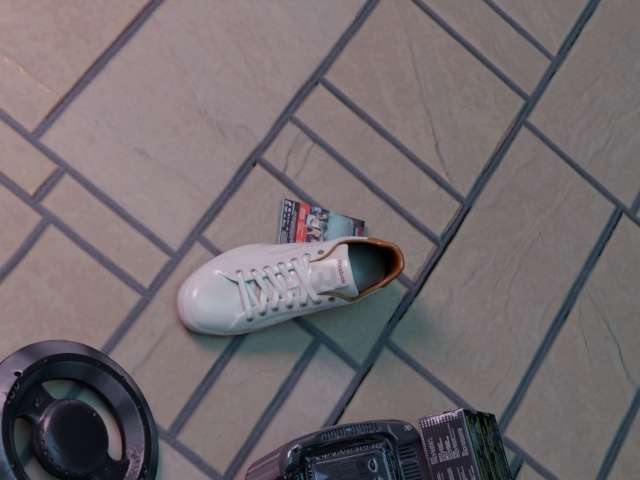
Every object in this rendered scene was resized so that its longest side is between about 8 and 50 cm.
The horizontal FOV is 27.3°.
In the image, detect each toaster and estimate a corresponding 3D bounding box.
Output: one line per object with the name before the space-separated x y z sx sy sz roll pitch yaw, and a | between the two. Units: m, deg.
toaster | 0.009 0.289 1.534 0.227 0.146 0.129 -8 75 -30

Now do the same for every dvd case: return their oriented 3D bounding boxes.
dvd case | 0.000 0.000 1.716 0.119 0.013 0.087 14 66 -21

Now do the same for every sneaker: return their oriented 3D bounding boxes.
sneaker | -0.031 0.042 1.613 0.290 0.123 0.106 -15 88 -25

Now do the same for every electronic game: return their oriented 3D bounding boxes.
electronic game | -0.277 0.220 1.457 0.229 0.048 0.229 21 56 -35

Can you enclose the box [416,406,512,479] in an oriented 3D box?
box | 0.199 0.340 1.585 0.060 0.216 0.270 -18 77 15
